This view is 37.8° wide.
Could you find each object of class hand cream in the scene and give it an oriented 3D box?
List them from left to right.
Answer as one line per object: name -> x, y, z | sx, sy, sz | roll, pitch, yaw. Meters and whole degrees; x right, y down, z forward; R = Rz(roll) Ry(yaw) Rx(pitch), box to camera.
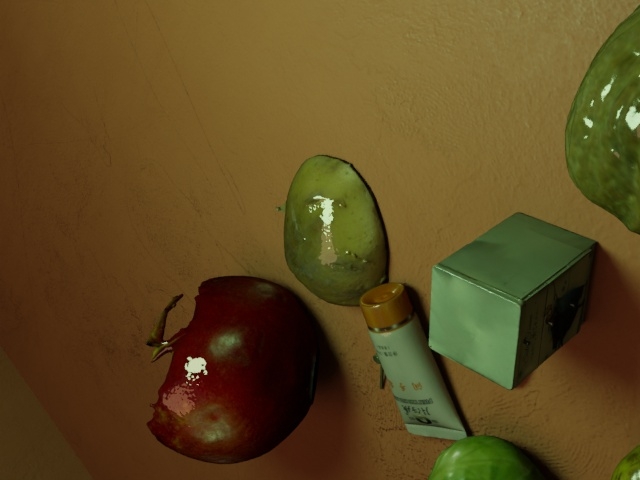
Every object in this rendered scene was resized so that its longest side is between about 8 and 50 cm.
hand cream -> 0.159, 0.227, 1.681 | 0.139, 0.089, 0.314 | -6, 117, 45

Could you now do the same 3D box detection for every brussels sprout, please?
brussels sprout -> 0.283, 0.448, 1.582 | 0.244, 0.244, 0.244 | 28, 132, 36

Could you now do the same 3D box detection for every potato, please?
potato -> 0.000, 0.000, 1.694 | 0.239, 0.116, 0.299 | 21, 126, 46

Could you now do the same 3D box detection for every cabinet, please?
cabinet -> 0.279, 0.081, 1.337 | 0.150, 0.206, 0.145 | 25, 130, 37

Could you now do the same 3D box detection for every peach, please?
peach -> -0.157, 0.251, 1.849 | 0.309, 0.406, 0.335 | 13, 116, 8

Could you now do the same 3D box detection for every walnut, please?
walnut -> 0.397, -0.138, 1.042 | 0.227, 0.283, 0.283 | 13, 127, 9

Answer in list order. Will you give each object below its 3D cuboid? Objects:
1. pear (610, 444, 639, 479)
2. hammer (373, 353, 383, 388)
pear -> 0.488, 0.366, 1.332 | 0.148, 0.149, 0.162 | 23, 132, 39
hammer -> 0.118, 0.248, 1.780 | 0.019, 0.035, 0.110 | 33, 143, 33
